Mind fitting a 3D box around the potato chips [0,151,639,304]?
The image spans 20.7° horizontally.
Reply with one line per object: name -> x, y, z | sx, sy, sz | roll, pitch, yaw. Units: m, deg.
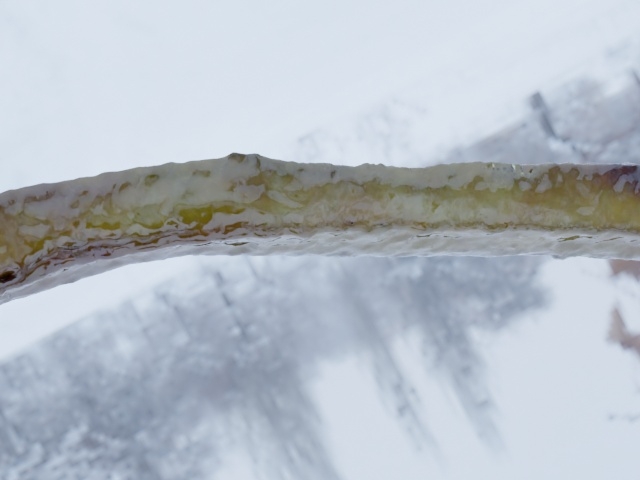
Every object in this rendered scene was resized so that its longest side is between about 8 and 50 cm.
potato chips -> 0.000, 0.000, 0.360 | 0.204, 0.037, 0.026 | -7, 175, -20
